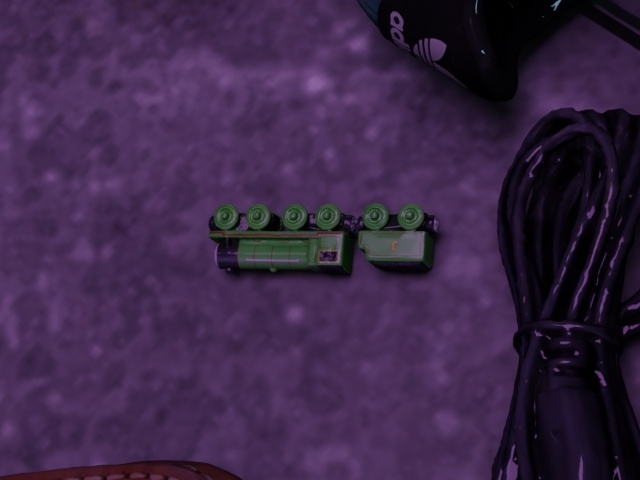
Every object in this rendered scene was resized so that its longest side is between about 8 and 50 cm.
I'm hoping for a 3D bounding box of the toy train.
[{"bbox_3d":[0.000,0.000,0.616,0.083,0.017,0.023,0,76,20],"label":"toy train"}]

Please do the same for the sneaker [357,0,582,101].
[{"bbox_3d":[0.143,-0.156,0.594,0.302,0.108,0.121,-35,59,10],"label":"sneaker"}]

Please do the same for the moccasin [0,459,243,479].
[{"bbox_3d":[-0.194,0.136,0.543,0.380,0.147,0.139,-9,63,15],"label":"moccasin"}]

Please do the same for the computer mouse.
[{"bbox_3d":[0.174,0.028,0.507,0.272,0.072,0.188,-2,64,19],"label":"computer mouse"}]
